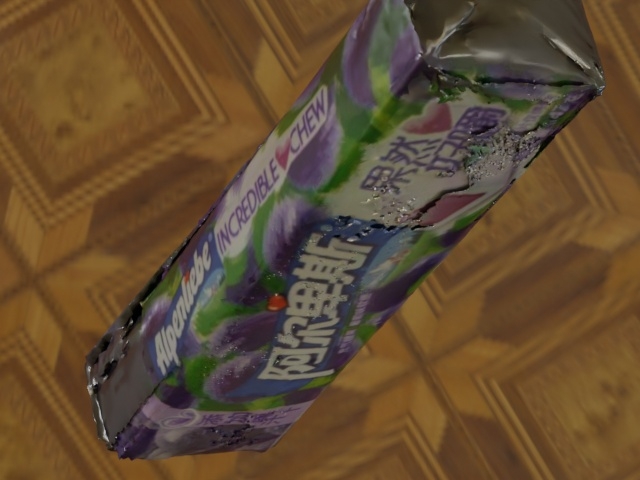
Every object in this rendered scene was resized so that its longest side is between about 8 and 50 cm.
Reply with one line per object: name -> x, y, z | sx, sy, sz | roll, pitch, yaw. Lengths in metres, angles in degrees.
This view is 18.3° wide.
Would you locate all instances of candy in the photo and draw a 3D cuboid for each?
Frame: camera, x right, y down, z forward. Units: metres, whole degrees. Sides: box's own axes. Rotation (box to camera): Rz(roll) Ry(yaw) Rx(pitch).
candy -> 0.000, 0.000, 0.810 | 0.088, 0.061, 0.312 | 0, 150, -31
